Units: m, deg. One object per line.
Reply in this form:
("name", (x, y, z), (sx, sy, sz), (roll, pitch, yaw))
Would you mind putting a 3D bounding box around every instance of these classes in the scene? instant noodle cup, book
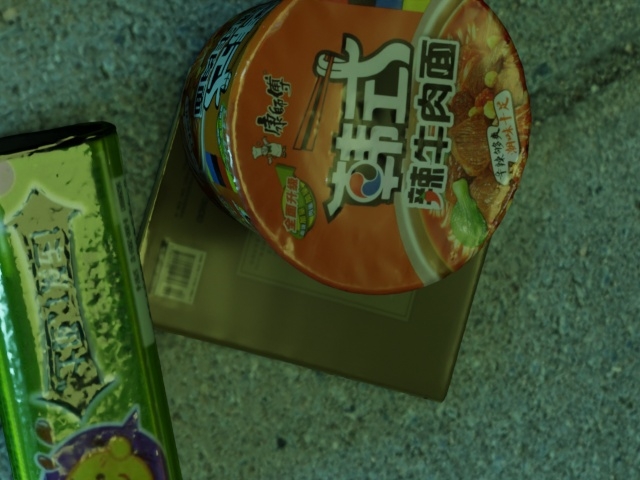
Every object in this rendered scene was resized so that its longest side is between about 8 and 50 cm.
("instant noodle cup", (0.013, -0.093, 1.485), (0.250, 0.192, 0.250), (-3, 97, -22))
("book", (0.000, 0.000, 1.606), (0.310, 0.021, 0.217), (17, 89, -24))

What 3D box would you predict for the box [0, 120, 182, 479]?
("box", (-0.195, 0.083, 1.491), (0.134, 0.097, 0.345), (-14, 103, -15))
